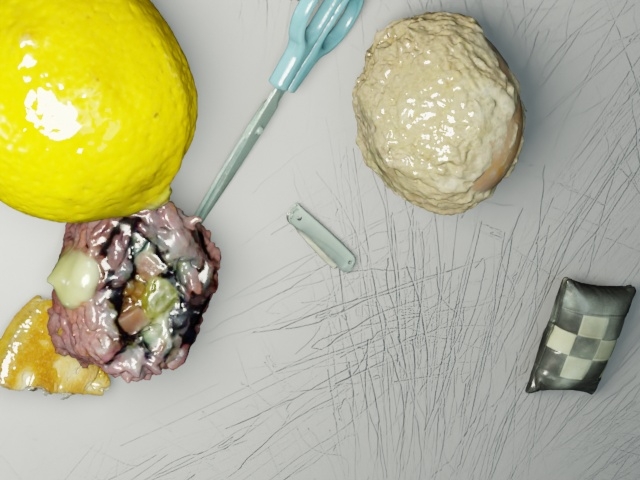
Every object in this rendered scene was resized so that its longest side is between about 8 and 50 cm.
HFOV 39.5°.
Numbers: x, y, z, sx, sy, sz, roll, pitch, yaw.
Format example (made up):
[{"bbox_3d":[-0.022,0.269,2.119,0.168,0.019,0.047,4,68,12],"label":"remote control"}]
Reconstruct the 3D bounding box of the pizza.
[{"bbox_3d":[-0.391,0.176,1.326,0.194,0.069,0.154,43,58,-39],"label":"pizza"}]

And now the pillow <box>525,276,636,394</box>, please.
[{"bbox_3d":[0.509,0.193,1.756,0.186,0.106,0.250,8,107,-28],"label":"pillow"}]

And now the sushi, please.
[{"bbox_3d":[-0.271,0.066,1.267,0.236,0.171,0.270,17,88,-36],"label":"sushi"}]

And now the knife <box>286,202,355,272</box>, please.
[{"bbox_3d":[0.000,0.000,1.487,0.044,0.023,0.162,-48,121,0],"label":"knife"}]

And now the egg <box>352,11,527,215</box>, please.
[{"bbox_3d":[0.184,-0.194,1.381,0.279,0.279,0.310,-15,85,-21],"label":"egg"}]

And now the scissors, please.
[{"bbox_3d":[-0.076,-0.203,1.340,0.029,0.192,0.447,37,103,12],"label":"scissors"}]

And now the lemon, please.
[{"bbox_3d":[-0.317,-0.183,1.103,0.336,0.336,0.336,-9,111,-24],"label":"lemon"}]
